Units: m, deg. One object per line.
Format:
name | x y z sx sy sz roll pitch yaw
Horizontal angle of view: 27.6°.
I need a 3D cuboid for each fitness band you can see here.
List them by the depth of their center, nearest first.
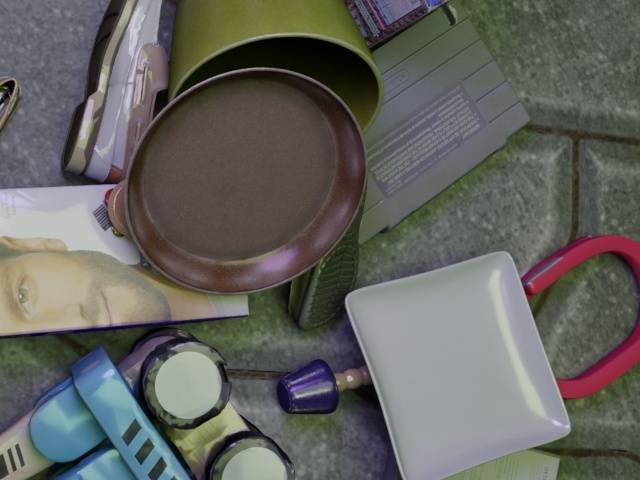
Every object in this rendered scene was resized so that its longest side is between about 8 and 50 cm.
fitness band | 0.401 0.115 1.982 0.291 0.054 0.209 -31 98 -22

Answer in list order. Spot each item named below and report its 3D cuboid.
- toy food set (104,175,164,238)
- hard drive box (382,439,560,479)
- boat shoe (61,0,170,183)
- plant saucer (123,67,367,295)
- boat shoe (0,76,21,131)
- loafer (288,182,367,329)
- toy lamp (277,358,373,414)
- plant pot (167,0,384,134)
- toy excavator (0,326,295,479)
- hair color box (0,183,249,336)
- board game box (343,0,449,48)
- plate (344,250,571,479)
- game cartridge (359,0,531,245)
toy food set | -0.229 -0.042 1.640 0.083 0.020 0.083 1 82 -22
hard drive box | 0.206 0.364 1.847 0.232 0.089 0.181 18 77 -19
boat shoe | -0.249 -0.220 1.725 0.103 0.113 0.302 18 87 -21
plant saucer | -0.094 -0.076 1.618 0.311 0.050 0.310 -10 121 -17
boat shoe | -0.442 -0.131 1.648 0.068 0.072 0.190 31 73 -16
loafer | 0.000 0.000 1.794 0.094 0.087 0.251 -3 111 -49
toy lamp | 0.071 0.187 1.821 0.275 0.080 0.080 -10 88 -25
plant pot | -0.078 -0.283 1.717 0.275 0.274 0.293 4 54 -22
toy excavator | -0.318 0.258 1.593 0.445 0.222 0.433 -35 99 -11
hair color box | -0.271 0.023 1.683 0.339 0.110 0.185 -4 86 -21
board game box | 0.075 -0.400 1.775 0.141 0.291 0.232 -33 97 -23
plate | 0.185 0.175 1.803 0.277 0.045 0.278 -14 81 -25
game cartridge | 0.120 -0.169 1.895 0.355 0.068 0.230 -35 101 -22
